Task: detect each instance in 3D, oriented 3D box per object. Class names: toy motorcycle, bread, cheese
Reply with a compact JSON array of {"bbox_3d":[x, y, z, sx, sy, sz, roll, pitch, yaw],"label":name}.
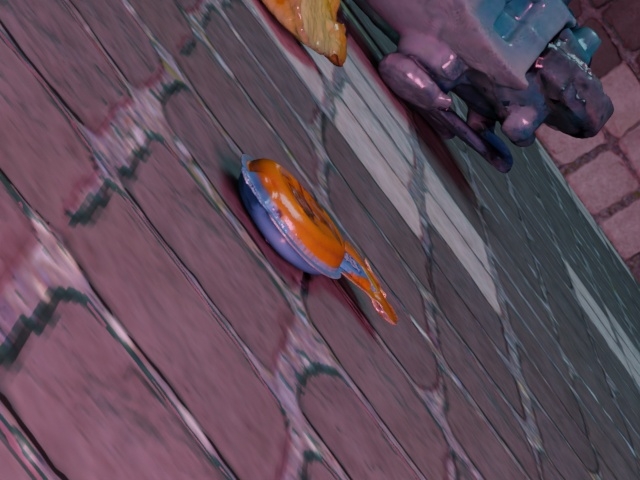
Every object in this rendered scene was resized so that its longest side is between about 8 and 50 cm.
[{"bbox_3d":[0.083,-0.164,1.252,0.260,0.154,0.206,45,-10,-30],"label":"toy motorcycle"},{"bbox_3d":[-0.003,-0.154,0.943,0.109,0.080,0.084,55,12,9],"label":"bread"},{"bbox_3d":[-0.001,0.000,0.632,0.111,0.017,0.047,40,21,-58],"label":"cheese"}]
